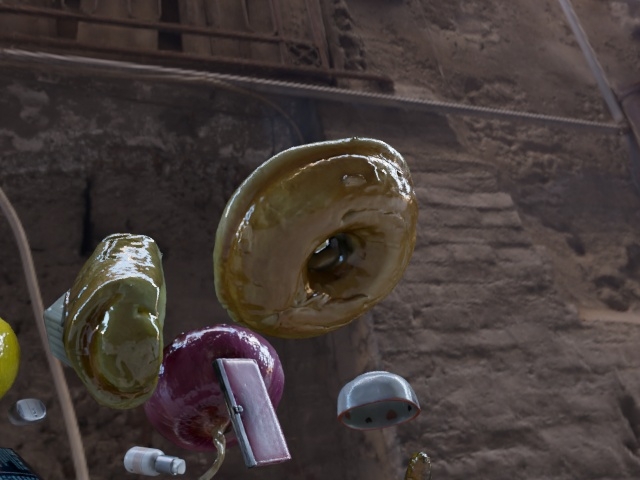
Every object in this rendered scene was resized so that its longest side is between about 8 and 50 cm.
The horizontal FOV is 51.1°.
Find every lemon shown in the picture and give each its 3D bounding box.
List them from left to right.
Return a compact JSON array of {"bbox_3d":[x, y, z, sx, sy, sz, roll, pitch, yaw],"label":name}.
[{"bbox_3d":[-0.835,0.284,1.573,0.253,0.253,0.310,-3,2,-12],"label":"lemon"}]

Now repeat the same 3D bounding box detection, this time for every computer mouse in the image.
[{"bbox_3d":[-0.698,0.410,1.588,0.039,0.066,0.096,-38,-19,16],"label":"computer mouse"}]

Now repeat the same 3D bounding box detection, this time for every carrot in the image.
[{"bbox_3d":[0.173,0.500,1.237,0.066,0.066,0.314,-4,-57,-11],"label":"carrot"}]

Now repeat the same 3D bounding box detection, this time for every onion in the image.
[{"bbox_3d":[-0.253,0.390,1.690,0.358,0.345,0.358,-33,-29,-21],"label":"onion"}]

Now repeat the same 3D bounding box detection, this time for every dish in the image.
[{"bbox_3d":[0.168,0.471,2.006,0.256,0.117,0.256,-6,-34,-4],"label":"dish"}]

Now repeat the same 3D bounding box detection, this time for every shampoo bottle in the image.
[{"bbox_3d":[-0.464,0.629,1.897,0.192,0.074,0.074,-3,-30,25],"label":"shampoo bottle"}]

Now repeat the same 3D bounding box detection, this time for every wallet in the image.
[{"bbox_3d":[-0.141,0.349,1.377,0.025,0.232,0.119,-41,-32,27],"label":"wallet"}]

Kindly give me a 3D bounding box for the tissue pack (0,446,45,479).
[{"bbox_3d":[-0.568,0.502,1.073,0.264,0.253,0.416,17,-4,-44],"label":"tissue pack"}]

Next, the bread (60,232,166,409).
[{"bbox_3d":[-0.439,0.183,1.419,0.210,0.341,0.300,3,-60,-19],"label":"bread"}]

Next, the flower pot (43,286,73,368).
[{"bbox_3d":[-0.591,0.232,1.774,0.189,0.239,0.209,4,-46,51],"label":"flower pot"}]

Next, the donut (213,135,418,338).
[{"bbox_3d":[0.000,0.000,1.270,0.449,0.198,0.449,-20,-49,-25],"label":"donut"}]
